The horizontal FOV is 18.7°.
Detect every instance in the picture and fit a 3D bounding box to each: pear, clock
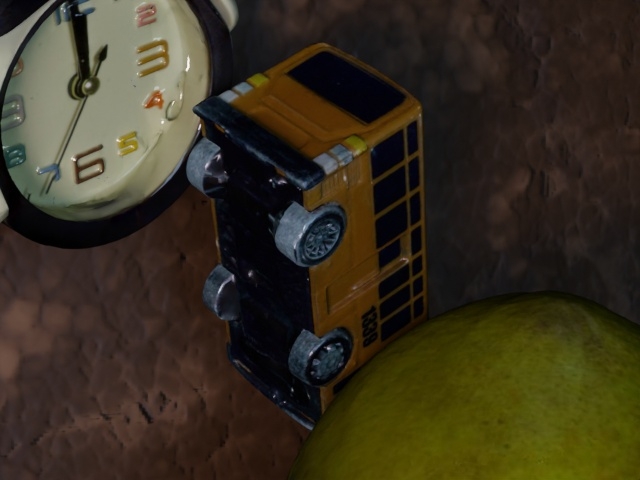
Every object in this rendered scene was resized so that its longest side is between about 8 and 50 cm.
[{"bbox_3d":[0.097,0.177,1.055,0.269,0.269,0.321,41,59,-28],"label":"pear"},{"bbox_3d":[-0.204,-0.089,0.949,0.379,0.120,0.276,-25,128,-38],"label":"clock"}]

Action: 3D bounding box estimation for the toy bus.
[{"bbox_3d":[0.000,0.000,1.089,0.114,0.098,0.201,-33,140,-28],"label":"toy bus"}]
